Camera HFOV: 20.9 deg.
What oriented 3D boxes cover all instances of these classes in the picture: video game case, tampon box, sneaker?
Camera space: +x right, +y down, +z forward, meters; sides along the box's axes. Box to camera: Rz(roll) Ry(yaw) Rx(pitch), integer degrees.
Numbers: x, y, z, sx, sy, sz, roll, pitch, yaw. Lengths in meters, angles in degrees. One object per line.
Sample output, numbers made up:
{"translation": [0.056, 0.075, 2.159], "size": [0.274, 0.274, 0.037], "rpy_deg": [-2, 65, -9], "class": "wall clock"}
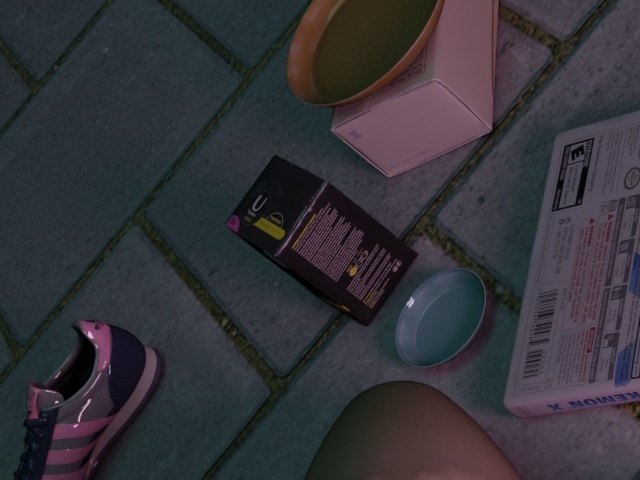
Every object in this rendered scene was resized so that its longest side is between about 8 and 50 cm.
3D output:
{"translation": [0.328, 0.003, 1.659], "size": [0.300, 0.036, 0.329], "rpy_deg": [-14, 49, 41], "class": "video game case"}
{"translation": [0.000, 0.000, 1.918], "size": [0.101, 0.161, 0.120], "rpy_deg": [-55, 35, -4], "class": "tampon box"}
{"translation": [-0.330, 0.238, 2.104], "size": [0.112, 0.131, 0.319], "rpy_deg": [17, 73, 53], "class": "sneaker"}

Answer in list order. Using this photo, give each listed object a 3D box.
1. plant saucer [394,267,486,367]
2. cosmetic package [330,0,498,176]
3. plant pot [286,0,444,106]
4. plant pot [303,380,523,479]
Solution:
{"translation": [0.131, 0.085, 1.818], "size": [0.119, 0.021, 0.119], "rpy_deg": [-29, 42, 30], "class": "plant saucer"}
{"translation": [0.117, -0.246, 2.045], "size": [0.160, 0.113, 0.309], "rpy_deg": [-23, 45, 35], "class": "cosmetic package"}
{"translation": [0.058, -0.246, 1.987], "size": [0.236, 0.032, 0.236], "rpy_deg": [-29, 42, 30], "class": "plant pot"}
{"translation": [0.080, 0.251, 1.571], "size": [0.256, 0.256, 0.274], "rpy_deg": [-41, 21, 16], "class": "plant pot"}
